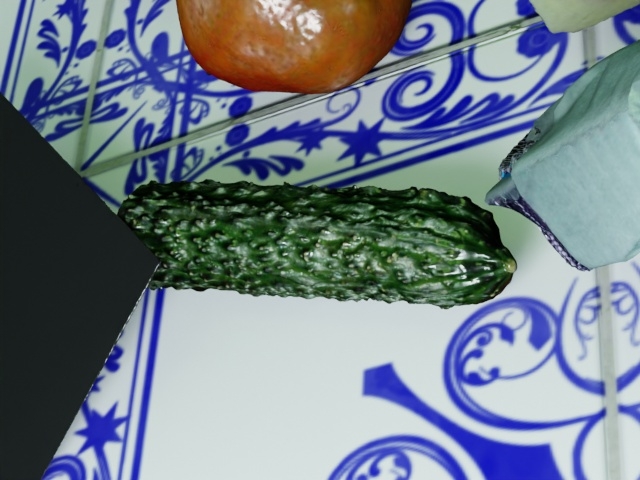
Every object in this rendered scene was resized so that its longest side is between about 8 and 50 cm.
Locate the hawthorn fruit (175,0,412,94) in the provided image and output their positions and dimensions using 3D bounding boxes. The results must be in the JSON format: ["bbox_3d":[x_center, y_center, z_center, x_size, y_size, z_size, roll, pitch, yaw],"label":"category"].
[{"bbox_3d":[-0.038,-0.201,1.569,0.225,0.196,0.197,-35,34,43],"label":"hawthorn fruit"}]

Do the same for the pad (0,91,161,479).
[{"bbox_3d":[-0.270,0.038,1.561,0.367,0.007,0.248,41,105,48],"label":"pad"}]

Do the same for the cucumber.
[{"bbox_3d":[0.000,0.000,1.401,0.359,0.096,0.096,1,55,37],"label":"cucumber"}]

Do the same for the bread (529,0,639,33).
[{"bbox_3d":[0.295,-0.313,1.416,0.338,0.155,0.187,-25,35,18],"label":"bread"}]

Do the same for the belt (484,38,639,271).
[{"bbox_3d":[0.258,-0.096,1.188,0.260,0.122,0.325,-39,6,-36],"label":"belt"}]
